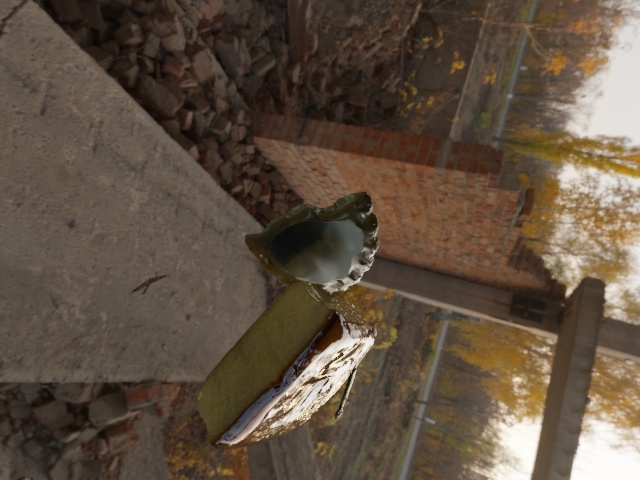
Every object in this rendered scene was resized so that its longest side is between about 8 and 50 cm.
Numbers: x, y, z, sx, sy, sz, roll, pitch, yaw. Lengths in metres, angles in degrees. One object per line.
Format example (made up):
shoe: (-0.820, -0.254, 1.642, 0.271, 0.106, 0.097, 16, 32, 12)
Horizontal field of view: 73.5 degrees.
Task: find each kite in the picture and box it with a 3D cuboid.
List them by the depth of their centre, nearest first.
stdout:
kite: (-0.549, 0.142, 1.369, 0.137, 0.152, 0.005, -29, 110, -13)

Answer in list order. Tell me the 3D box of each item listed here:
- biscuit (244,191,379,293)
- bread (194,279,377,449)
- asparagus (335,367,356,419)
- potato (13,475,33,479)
biscuit: (0.000, 0.000, 1.086, 0.335, 0.329, 0.078, -52, -157, 23)
bread: (-0.050, 0.257, 0.885, 0.324, 0.143, 0.333, -49, 152, 3)
asparagus: (0.052, 0.321, 0.895, 0.016, 0.013, 0.166, -12, 130, -35)
potato: (-0.610, 0.524, 0.624, 0.397, 0.295, 0.290, 119, -33, -52)
